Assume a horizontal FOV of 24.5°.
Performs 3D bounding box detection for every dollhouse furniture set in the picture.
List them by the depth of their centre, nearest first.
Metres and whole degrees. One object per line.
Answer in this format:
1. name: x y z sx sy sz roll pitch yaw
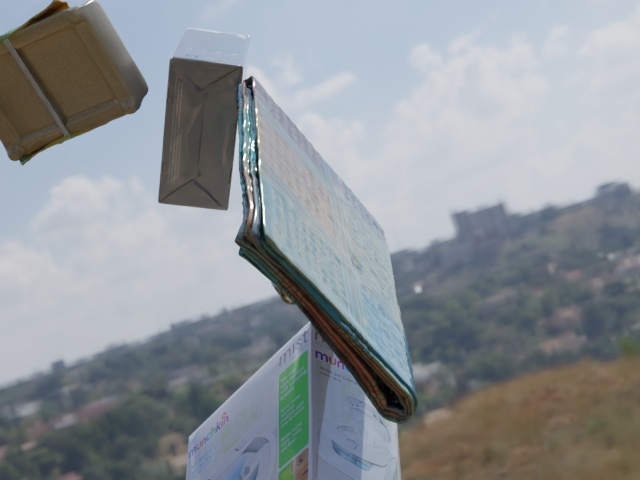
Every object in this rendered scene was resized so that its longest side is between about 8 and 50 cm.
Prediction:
1. dollhouse furniture set: -0.346 -0.275 1.778 0.197 0.301 0.151 -19 28 19

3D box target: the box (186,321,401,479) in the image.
1. box: -0.033 0.262 1.644 0.126 0.231 0.262 26 -51 -25

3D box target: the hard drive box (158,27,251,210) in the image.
1. hard drive box: -0.144 -0.157 1.846 0.089 0.181 0.232 6 17 -3

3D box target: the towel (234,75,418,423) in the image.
1. towel: 0.000 0.000 1.534 0.040 0.271 0.370 -34 26 14

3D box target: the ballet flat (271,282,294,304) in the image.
1. ballet flat: -0.031 0.037 1.953 0.072 0.068 0.213 -28 -15 -7
